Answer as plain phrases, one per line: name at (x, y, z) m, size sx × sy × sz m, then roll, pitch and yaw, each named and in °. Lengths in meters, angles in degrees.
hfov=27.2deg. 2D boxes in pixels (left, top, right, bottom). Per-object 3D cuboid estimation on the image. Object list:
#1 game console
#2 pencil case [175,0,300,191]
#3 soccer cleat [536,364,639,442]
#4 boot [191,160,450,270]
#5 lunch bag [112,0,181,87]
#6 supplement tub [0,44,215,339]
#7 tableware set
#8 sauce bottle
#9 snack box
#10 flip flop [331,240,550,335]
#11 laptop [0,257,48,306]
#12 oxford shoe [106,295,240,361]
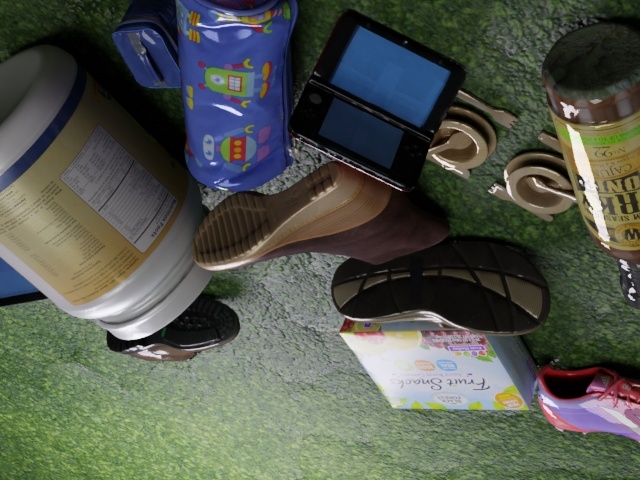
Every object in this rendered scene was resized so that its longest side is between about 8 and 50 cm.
game console at (0.057, -0.139, 1.327) m, size 0.144 × 0.124 × 0.085 m, roll 26°, pitch 137°, yaw -4°
pencil case at (-0.083, -0.176, 1.370) m, size 0.133 × 0.119 × 0.306 m, roll 12°, pitch 144°, yaw 7°
soccer cleat at (0.390, 0.202, 1.656) m, size 0.248 × 0.083 × 0.095 m, roll 0°, pitch 135°, yaw 33°
boot at (0.000, 0.000, 1.523) m, size 0.248 × 0.090 × 0.207 m, roll -24°, pitch 147°, yaw 31°
lunch bag at (-0.177, -0.208, 1.429) m, size 0.067 × 0.065 × 0.098 m, roll 1°, pitch 140°, yaw 29°
supplement tub at (-0.285, -0.050, 1.560) m, size 0.228 × 0.228 × 0.316 m, roll -13°, pitch 132°, yaw 41°
tableware set at (0.190, -0.079, 1.418) m, size 0.194 × 0.039 × 0.128 m, roll 27°, pitch 146°, yaw -6°
sauce bottle at (0.309, -0.058, 1.319) m, size 0.111 × 0.111 × 0.344 m, roll 1°, pitch 141°, yaw 29°
snack box at (0.156, 0.146, 1.715) m, size 0.207 × 0.070 × 0.174 m, roll -2°, pitch 138°, yaw 33°
flip flop at (0.146, 0.064, 1.594) m, size 0.277 × 0.112 × 0.080 m, roll -2°, pitch 164°, yaw 28°
laptop at (-0.494, -0.041, 1.772) m, size 0.234 × 0.136 × 0.264 m, roll -10°, pitch 134°, yaw 38°
oxford shoe at (-0.195, 0.131, 1.904) m, size 0.227 × 0.082 × 0.096 m, roll -7°, pitch 154°, yaw 37°
